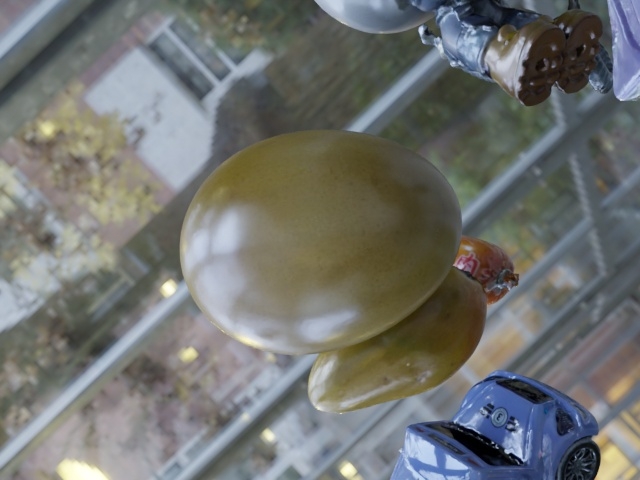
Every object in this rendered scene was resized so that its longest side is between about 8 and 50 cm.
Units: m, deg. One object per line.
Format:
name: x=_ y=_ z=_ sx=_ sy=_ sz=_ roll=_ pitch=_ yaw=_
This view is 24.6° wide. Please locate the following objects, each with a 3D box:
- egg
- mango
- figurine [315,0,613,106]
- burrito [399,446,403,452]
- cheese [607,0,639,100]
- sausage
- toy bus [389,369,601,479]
egg: x=0.000 y=0.000 z=1.647 sx=0.250 sy=0.322 sz=0.250 roll=-9 pitch=-90 yaw=-77
mango: x=0.097 y=0.132 z=1.788 sx=0.138 sy=0.253 sz=0.113 roll=58 pitch=177 yaw=-37
figurine: x=0.112 y=-0.276 z=1.493 sx=0.261 sy=0.186 sz=0.382 roll=-7 pitch=-147 yaw=-42
burrito: x=0.195 y=0.348 z=1.461 sx=0.392 sy=0.117 sz=0.076 roll=-116 pitch=28 yaw=-42
cheese: x=0.140 y=-0.168 z=0.688 sx=0.105 sy=0.042 sz=0.191 roll=120 pitch=141 yaw=-53
sausage: x=0.148 y=0.028 z=1.929 sx=0.093 sy=0.093 sz=0.312 roll=45 pitch=163 yaw=-32
toy bus: x=0.112 y=0.249 z=1.219 sx=0.133 sy=0.292 sz=0.125 roll=20 pitch=-176 yaw=-40
